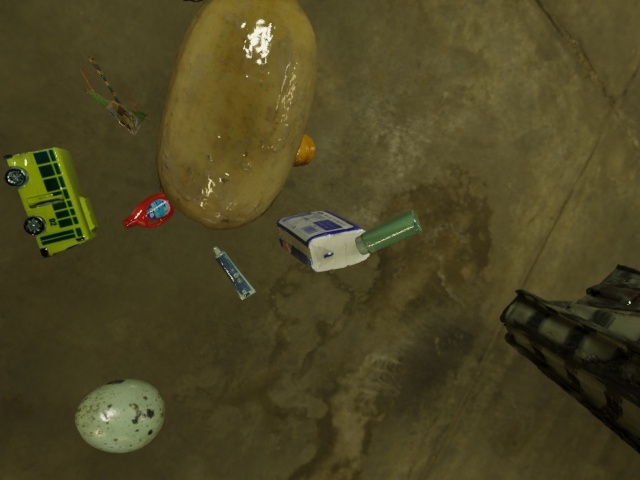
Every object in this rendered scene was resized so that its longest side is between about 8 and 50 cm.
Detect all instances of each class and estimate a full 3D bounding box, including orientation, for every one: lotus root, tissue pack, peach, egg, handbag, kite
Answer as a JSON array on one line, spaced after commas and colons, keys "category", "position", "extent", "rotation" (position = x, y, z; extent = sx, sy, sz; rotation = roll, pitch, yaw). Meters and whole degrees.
[{"category": "lotus root", "position": [-0.091, -0.174, 0.495], "extent": [0.169, 0.151, 0.343], "rotation": [11, 109, -32]}, {"category": "tissue pack", "position": [0.000, 0.000, 1.320], "extent": [0.209, 0.269, 0.138], "rotation": [-11, 111, -26]}, {"category": "peach", "position": [-0.089, -0.368, 1.680], "extent": [0.137, 0.138, 0.138], "rotation": [-7, 106, -27]}, {"category": "egg", "position": [-0.244, 0.214, 0.502], "extent": [0.110, 0.085, 0.085], "rotation": [27, 89, -52]}, {"category": "handbag", "position": [0.518, 0.171, 0.628], "extent": [0.324, 0.327, 0.163], "rotation": [-6, 112, -23]}, {"category": "kite", "position": [-0.510, -0.359, 1.022], "extent": [0.006, 0.198, 0.245], "rotation": [-34, 80, 17]}]

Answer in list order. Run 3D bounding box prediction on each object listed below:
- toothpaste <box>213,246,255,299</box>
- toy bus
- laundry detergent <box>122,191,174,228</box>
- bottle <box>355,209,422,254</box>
[{"category": "toothpaste", "position": [-0.280, 0.101, 1.299], "extent": [0.057, 0.035, 0.197], "rotation": [-30, 108, 5]}, {"category": "toy bus", "position": [-0.686, -0.099, 1.063], "extent": [0.149, 0.128, 0.263], "rotation": [-17, 101, -16]}, {"category": "laundry detergent", "position": [-0.531, -0.079, 1.261], "extent": [0.165, 0.049, 0.098], "rotation": [-43, 133, -43]}, {"category": "bottle", "position": [0.085, -0.009, 0.522], "extent": [0.083, 0.030, 0.030], "rotation": [-25, 119, 19]}]
